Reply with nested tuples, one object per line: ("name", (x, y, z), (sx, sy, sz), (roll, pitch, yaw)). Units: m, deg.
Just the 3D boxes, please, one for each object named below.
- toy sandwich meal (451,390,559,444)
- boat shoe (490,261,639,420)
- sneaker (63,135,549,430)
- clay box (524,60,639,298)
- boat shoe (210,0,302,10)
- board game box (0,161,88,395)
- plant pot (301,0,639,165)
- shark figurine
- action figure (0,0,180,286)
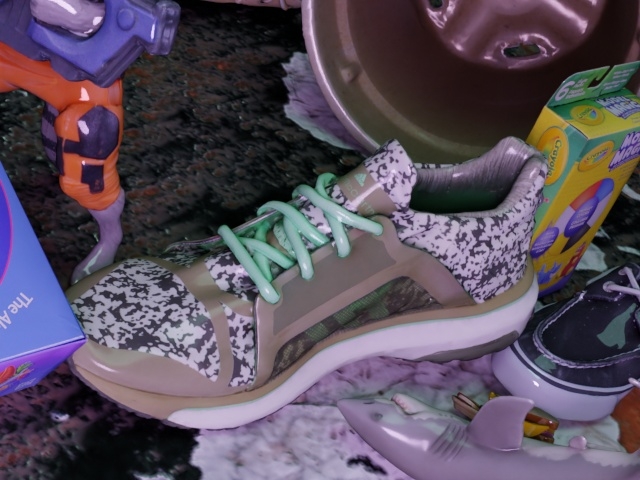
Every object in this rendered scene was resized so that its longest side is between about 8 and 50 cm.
("toy sandwich meal", (0.138, 0.128, 1.067), (0.086, 0.029, 0.085), (29, 0, 0))
("boat shoe", (0.262, 0.065, 1.203), (0.301, 0.102, 0.108), (-9, 46, -42))
("sneaker", (0.000, 0.000, 1.024), (0.410, 0.182, 0.158), (-13, 46, -33))
("clay box", (0.203, -0.043, 1.205), (0.053, 0.222, 0.127), (43, 37, 25))
("boat shoe", (-0.047, -0.302, 1.496), (0.110, 0.121, 0.341), (35, 32, 16))
("board game box", (-0.333, 0.010, 0.817), (0.347, 0.078, 0.233), (-15, 73, -46))
("plant pot", (0.178, -0.244, 1.430), (0.334, 0.333, 0.305), (28, 21, 4))
("shark figurine", (0.148, 0.173, 0.950), (0.166, 0.278, 0.116), (39, 63, -36))
("action figure", (-0.211, -0.175, 1.006), (0.341, 0.330, 0.178), (38, 34, 19))
